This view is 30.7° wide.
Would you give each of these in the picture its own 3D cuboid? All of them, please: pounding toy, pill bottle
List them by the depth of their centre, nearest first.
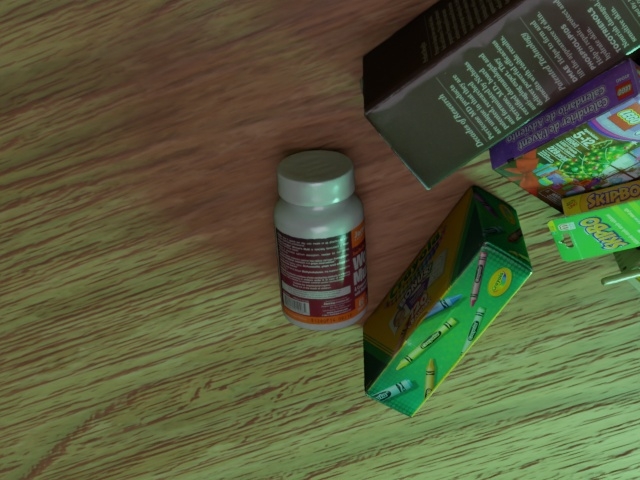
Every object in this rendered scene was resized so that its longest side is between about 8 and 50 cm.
[{"bbox_3d":[0.000,0.000,1.557,0.121,0.121,0.221,-2,119,3],"label":"pill bottle"},{"bbox_3d":[0.463,0.034,1.575,0.141,0.100,0.130,39,112,-18],"label":"pounding toy"}]

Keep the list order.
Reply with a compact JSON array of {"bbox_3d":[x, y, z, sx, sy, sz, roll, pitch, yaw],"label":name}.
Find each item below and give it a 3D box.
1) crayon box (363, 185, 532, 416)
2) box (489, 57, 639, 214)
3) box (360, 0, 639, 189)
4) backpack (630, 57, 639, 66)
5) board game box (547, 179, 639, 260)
[{"bbox_3d":[0.164,0.081,1.572,0.081,0.165,0.278,29,115,-14],"label":"crayon box"},{"bbox_3d":[0.371,-0.096,1.433,0.201,0.057,0.293,-29,142,35],"label":"box"},{"bbox_3d":[0.236,-0.245,1.376,0.381,0.191,0.143,-33,113,18],"label":"box"},{"bbox_3d":[0.475,-0.231,1.418,0.152,0.115,0.182,13,122,-8],"label":"backpack"},{"bbox_3d":[0.417,-0.037,1.448,0.260,0.039,0.124,-16,149,14],"label":"board game box"}]
